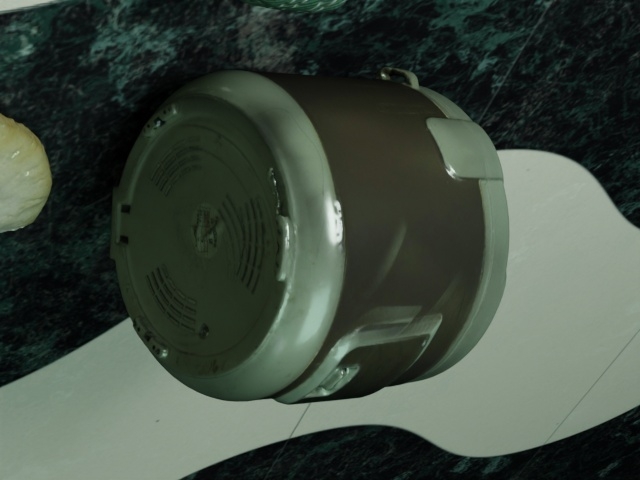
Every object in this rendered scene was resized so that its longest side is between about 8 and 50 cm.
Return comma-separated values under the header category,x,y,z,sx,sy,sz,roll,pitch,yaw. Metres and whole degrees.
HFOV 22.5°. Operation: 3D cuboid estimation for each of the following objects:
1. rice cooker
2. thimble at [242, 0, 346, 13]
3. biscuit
category,x,y,z,sx,sy,sz,roll,pitch,yaw
rice cooker,0.000,0.000,1.574,0.325,0.335,0.335,-1,143,-43
thimble,-0.018,-0.256,1.333,0.090,0.118,0.135,-1,127,-50
biscuit,-0.349,-0.050,1.468,0.188,0.040,0.265,-42,150,20
